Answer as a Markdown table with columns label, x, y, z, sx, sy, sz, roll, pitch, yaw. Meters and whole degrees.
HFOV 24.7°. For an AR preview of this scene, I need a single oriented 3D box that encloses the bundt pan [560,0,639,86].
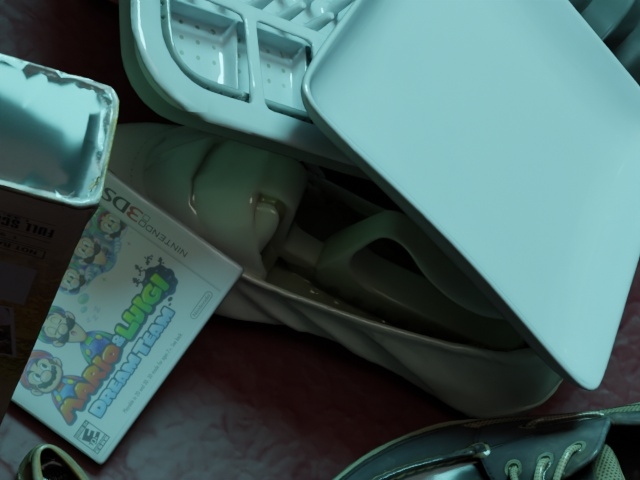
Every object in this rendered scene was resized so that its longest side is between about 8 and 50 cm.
| label | x | y | z | sx | sy | sz | roll | pitch | yaw |
| --- | --- | --- | --- | --- | --- | --- | --- | --- | --- |
| bundt pan | 0.216 | -0.256 | 1.173 | 0.331 | 0.124 | 0.331 | 23 | 44 | -25 |

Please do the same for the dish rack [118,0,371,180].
| label | x | y | z | sx | sy | sz | roll | pitch | yaw |
| --- | --- | --- | --- | --- | --- | --- | --- | --- | --- |
| dish rack | -0.025 | -0.195 | 0.975 | 0.285 | 0.072 | 0.333 | 14 | 63 | -38 |

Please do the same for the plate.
| label | x | y | z | sx | sy | sz | roll | pitch | yaw |
| --- | --- | --- | --- | --- | --- | --- | --- | --- | --- |
| plate | 0.116 | -0.077 | 0.970 | 0.278 | 0.045 | 0.277 | 45 | 45 | -18 |

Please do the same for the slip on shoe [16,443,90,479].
| label | x | y | z | sx | sy | sz | roll | pitch | yaw |
| --- | --- | --- | --- | --- | --- | --- | --- | --- | --- |
| slip on shoe | -0.144 | 0.185 | 0.899 | 0.051 | 0.041 | 0.135 | -19 | 71 | -28 |

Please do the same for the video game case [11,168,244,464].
| label | x | y | z | sx | sy | sz | roll | pitch | yaw |
| --- | --- | --- | --- | --- | --- | --- | --- | --- | --- |
| video game case | -0.152 | 0.040 | 0.942 | 0.143 | 0.019 | 0.157 | 36 | 90 | 1 |

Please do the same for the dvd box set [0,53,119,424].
| label | x | y | z | sx | sy | sz | roll | pitch | yaw |
| --- | --- | --- | --- | --- | --- | --- | --- | --- | --- |
| dvd box set | -0.286 | 0.005 | 0.717 | 0.308 | 0.420 | 0.062 | 16 | 63 | -12 |

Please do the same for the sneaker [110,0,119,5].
| label | x | y | z | sx | sy | sz | roll | pitch | yaw |
| --- | --- | --- | --- | --- | --- | --- | --- | --- | --- |
| sneaker | -0.033 | -0.151 | 1.082 | 0.314 | 0.116 | 0.136 | 17 | 60 | -12 |

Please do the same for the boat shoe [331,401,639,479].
| label | x | y | z | sx | sy | sz | roll | pitch | yaw |
| --- | --- | --- | --- | --- | --- | --- | --- | --- | --- |
| boat shoe | 0.155 | 0.164 | 0.953 | 0.355 | 0.130 | 0.132 | -13 | 79 | -20 |

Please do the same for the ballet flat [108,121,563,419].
| label | x | y | z | sx | sy | sz | roll | pitch | yaw |
| --- | --- | --- | --- | --- | --- | --- | --- | --- | --- |
| ballet flat | 0.000 | 0.000 | 1.003 | 0.400 | 0.139 | 0.139 | 24 | 57 | -7 |
